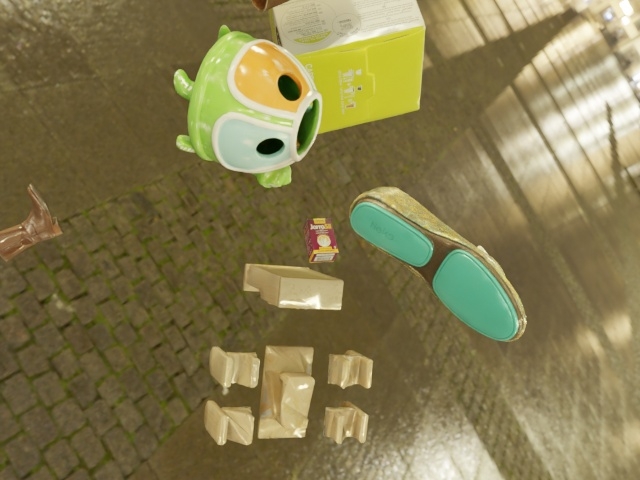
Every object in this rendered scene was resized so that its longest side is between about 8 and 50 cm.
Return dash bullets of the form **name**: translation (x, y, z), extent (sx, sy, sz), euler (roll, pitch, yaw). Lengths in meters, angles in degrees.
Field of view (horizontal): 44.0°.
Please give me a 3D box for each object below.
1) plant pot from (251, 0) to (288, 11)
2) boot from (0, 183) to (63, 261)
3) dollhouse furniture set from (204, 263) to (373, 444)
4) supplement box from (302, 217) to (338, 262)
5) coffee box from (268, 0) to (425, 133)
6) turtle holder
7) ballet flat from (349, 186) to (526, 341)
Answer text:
- **plant pot**: translation (-0.046, -0.629, 1.706), extent (0.215, 0.230, 0.216), euler (162, -90, -76)
- **boot**: translation (-0.493, -0.027, 1.287), extent (0.037, 0.114, 0.106), euler (-125, -168, -58)
- **dollhouse furniture set**: translation (-0.086, 0.269, 1.905), extent (0.362, 0.256, 0.394), euler (4, 94, -22)
- **supplement box**: translation (0.000, 0.000, 1.634), extent (0.054, 0.043, 0.083), euler (-3, 61, -18)
- **coffee box**: translation (0.056, -0.516, 2.016), extent (0.338, 0.338, 0.335), euler (81, -5, -63)
- **turtle holder**: translation (-0.129, -0.219, 1.485), extent (0.227, 0.320, 0.243), euler (22, 32, 13)
- **ballet flat**: translation (0.206, 0.025, 1.313), extent (0.348, 0.123, 0.123), euler (37, 21, 13)
